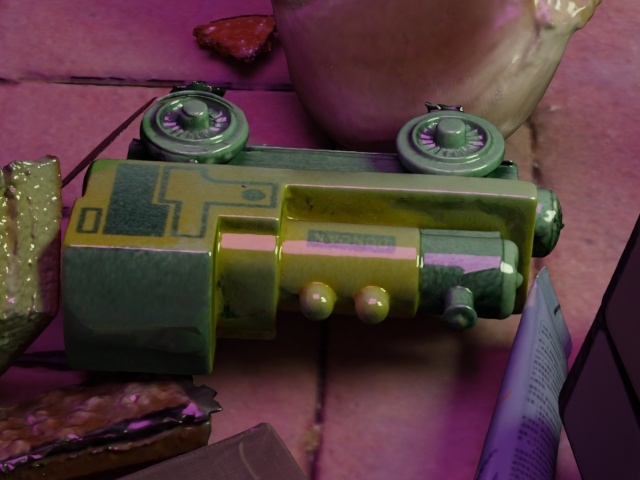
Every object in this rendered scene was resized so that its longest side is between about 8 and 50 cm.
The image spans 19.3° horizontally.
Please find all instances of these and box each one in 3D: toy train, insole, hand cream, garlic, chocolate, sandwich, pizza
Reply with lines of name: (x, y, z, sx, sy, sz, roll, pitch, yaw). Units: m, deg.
toy train: (0.000, 0.000, 1.397, 0.368, 0.150, 0.237, 3, 34, 1)
insole: (-0.215, -0.023, 1.407, 0.005, 0.253, 0.086, 47, 13, -8)
hand cream: (0.142, 0.144, 1.323, 0.058, 0.091, 0.271, -5, 43, 25)
garlic: (0.048, -0.199, 1.575, 0.340, 0.246, 0.231, 32, 63, 14)
chocolate: (-0.232, 0.155, 1.306, 0.329, 0.065, 0.102, -14, 26, -18)
sandwich: (-0.262, 0.049, 1.317, 0.094, 0.258, 0.096, -13, 63, -54)
pizza: (-0.074, -0.175, 1.690, 0.083, 0.025, 0.078, -5, 38, 2)

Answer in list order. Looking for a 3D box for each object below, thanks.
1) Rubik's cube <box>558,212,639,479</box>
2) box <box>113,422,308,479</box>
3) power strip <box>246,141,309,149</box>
Rubik's cube: (0.355, 0.132, 1.122, 0.318, 0.313, 0.316, -11, 60, -14)
box: (-0.042, 0.255, 1.139, 0.155, 0.149, 0.231, -20, 47, -22)
power strip: (-0.050, -0.064, 1.578, 0.090, 0.016, 0.040, 6, 42, 3)
